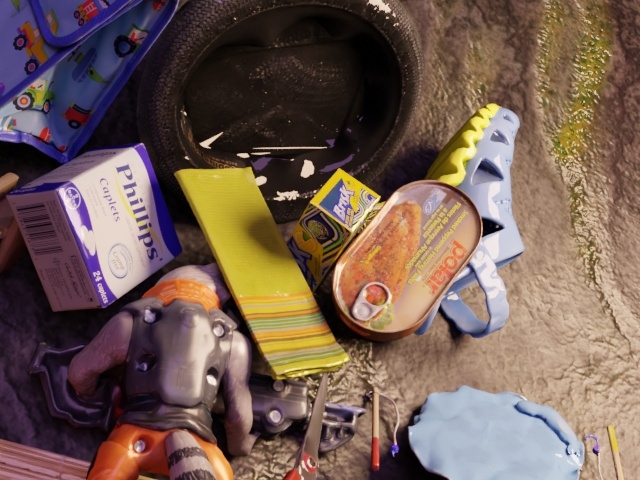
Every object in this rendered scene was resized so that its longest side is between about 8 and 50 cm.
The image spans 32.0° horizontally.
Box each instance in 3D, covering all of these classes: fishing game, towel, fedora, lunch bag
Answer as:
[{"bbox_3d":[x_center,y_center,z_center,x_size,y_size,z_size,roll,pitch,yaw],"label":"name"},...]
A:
[{"bbox_3d":[0.177,0.211,1.141,0.264,0.041,0.189,7,27,-2],"label":"fishing game"},{"bbox_3d":[-0.058,0.026,1.101,0.102,0.021,0.237,-3,59,-50],"label":"towel"},{"bbox_3d":[-0.057,-0.178,1.227,0.334,0.334,0.152,-12,35,-24],"label":"fedora"},{"bbox_3d":[-0.247,-0.260,1.132,0.138,0.293,0.221,14,44,-48],"label":"lunch bag"}]

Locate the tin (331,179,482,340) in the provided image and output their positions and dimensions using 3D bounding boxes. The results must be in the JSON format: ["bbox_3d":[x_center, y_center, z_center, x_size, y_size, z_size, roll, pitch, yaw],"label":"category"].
[{"bbox_3d":[0.089,0.021,1.145,0.106,0.040,0.189,33,66,18],"label":"tin"}]

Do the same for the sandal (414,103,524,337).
[{"bbox_3d":[0.170,-0.012,1.266,0.138,0.126,0.317,25,66,-5],"label":"sandal"}]

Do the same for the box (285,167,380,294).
[{"bbox_3d":[0.000,0.000,1.164,0.054,0.169,0.059,37,56,4],"label":"box"}]

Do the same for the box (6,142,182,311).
[{"bbox_3d":[-0.218,-0.015,1.101,0.137,0.072,0.126,-41,119,-52],"label":"box"}]

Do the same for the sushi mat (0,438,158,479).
[{"bbox_3d":[-0.251,0.267,1.016,0.317,0.019,0.151,17,56,-9],"label":"sushi mat"}]

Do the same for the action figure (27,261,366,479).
[{"bbox_3d":[-0.091,0.166,1.032,0.341,0.178,0.330,6,55,-20],"label":"action figure"}]

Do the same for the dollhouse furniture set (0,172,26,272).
[{"bbox_3d":[-0.431,-0.005,1.069,0.212,0.161,0.242,38,35,4],"label":"dollhouse furniture set"}]

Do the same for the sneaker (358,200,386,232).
[{"bbox_3d":[0.058,-0.021,1.274,0.083,0.031,0.035,-18,51,-27],"label":"sneaker"}]

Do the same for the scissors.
[{"bbox_3d":[-0.011,0.218,0.983,0.109,0.021,0.297,52,26,-6],"label":"scissors"}]
